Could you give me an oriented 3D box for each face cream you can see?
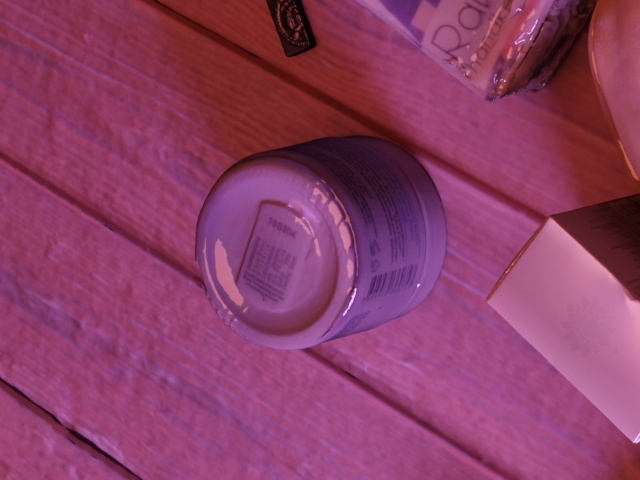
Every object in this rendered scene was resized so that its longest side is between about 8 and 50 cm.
[{"bbox_3d":[0.000,0.000,1.748,0.177,0.153,0.177,7,102,33],"label":"face cream"}]

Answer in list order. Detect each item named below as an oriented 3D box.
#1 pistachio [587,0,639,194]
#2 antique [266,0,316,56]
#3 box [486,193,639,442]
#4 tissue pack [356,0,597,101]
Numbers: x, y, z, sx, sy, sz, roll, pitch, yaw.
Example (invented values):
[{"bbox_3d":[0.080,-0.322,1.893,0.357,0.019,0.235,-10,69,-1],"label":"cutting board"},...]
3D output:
[{"bbox_3d":[0.309,-0.118,1.520,0.187,0.187,0.299,-15,96,34],"label":"pistachio"},{"bbox_3d":[-0.049,-0.262,1.818,0.031,0.015,0.192,-23,85,33],"label":"antique"},{"bbox_3d":[0.258,0.055,1.554,0.168,0.212,0.095,43,117,21],"label":"box"},{"bbox_3d":[0.098,-0.304,1.650,0.344,0.125,0.242,39,116,19],"label":"tissue pack"}]
